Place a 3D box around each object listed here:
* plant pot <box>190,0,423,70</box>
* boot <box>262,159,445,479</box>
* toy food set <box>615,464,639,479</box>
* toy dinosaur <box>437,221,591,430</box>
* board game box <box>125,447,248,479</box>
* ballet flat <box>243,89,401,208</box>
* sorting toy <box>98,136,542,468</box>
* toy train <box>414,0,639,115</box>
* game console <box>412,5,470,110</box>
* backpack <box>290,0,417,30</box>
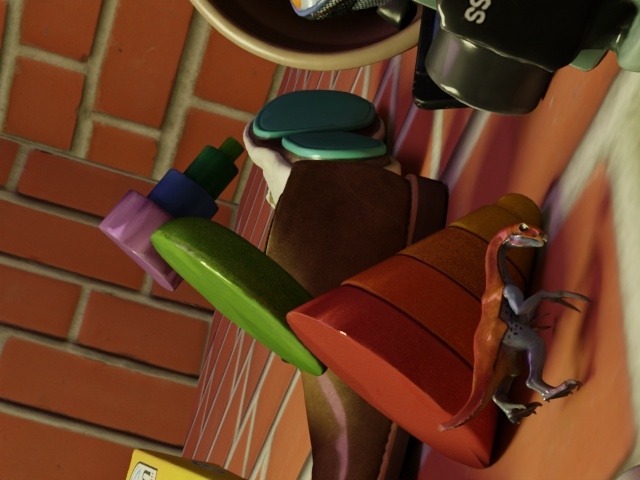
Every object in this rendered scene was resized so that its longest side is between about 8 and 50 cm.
[{"bbox_3d":[0.031,-0.268,1.060,0.229,0.263,0.263,-30,-41,-74],"label":"plant pot"},{"bbox_3d":[0.005,0.074,0.858,0.112,0.115,0.305,121,162,-50],"label":"boot"},{"bbox_3d":[0.048,0.165,0.382,0.306,0.092,0.219,118,167,-61],"label":"toy food set"},{"bbox_3d":[0.081,0.031,0.560,0.047,0.090,0.082,-45,58,44],"label":"toy dinosaur"},{"bbox_3d":[-0.056,0.255,0.725,0.316,0.064,0.242,-2,71,64],"label":"board game box"},{"bbox_3d":[0.000,-0.051,1.206,0.400,0.139,0.139,-106,33,-76],"label":"ballet flat"},{"bbox_3d":[0.000,0.000,0.754,0.126,0.127,0.365,-51,34,-11],"label":"sorting toy"},{"bbox_3d":[0.125,-0.214,0.519,0.190,0.142,0.334,-66,-3,-62],"label":"toy train"},{"bbox_3d":[0.104,-0.141,0.755,0.071,0.107,0.122,73,-159,-45],"label":"game console"},{"bbox_3d":[0.032,-0.287,0.799,0.263,0.276,0.213,-28,2,42],"label":"backpack"}]
